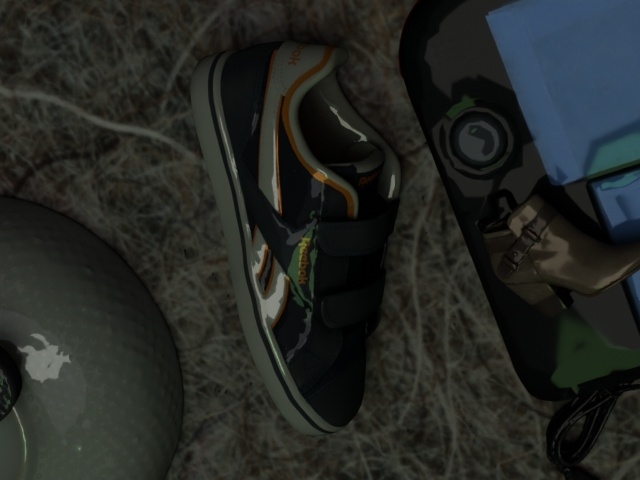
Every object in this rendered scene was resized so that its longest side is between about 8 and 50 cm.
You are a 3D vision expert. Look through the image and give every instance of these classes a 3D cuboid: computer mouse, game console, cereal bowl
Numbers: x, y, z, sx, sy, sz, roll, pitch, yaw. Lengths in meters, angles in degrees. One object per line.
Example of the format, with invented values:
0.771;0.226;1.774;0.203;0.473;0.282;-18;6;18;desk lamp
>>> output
0.304;0.191;1.445;0.262;0.060;0.184;39;114;1;computer mouse
0.277;-0.079;1.344;0.386;0.060;0.342;-18;97;21;game console
-0.296;0.140;1.559;0.339;0.141;0.339;5;110;15;cereal bowl

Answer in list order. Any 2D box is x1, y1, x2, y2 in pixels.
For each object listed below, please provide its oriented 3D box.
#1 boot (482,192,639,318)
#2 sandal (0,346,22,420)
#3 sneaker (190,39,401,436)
0.181;0.002;1.353;0.118;0.042;0.087;-33;95;22;boot
-0.348;0.159;1.481;0.254;0.054;0.097;-27;107;13;sandal
0.000;0.000;1.431;0.127;0.126;0.321;-10;104;25;sneaker
